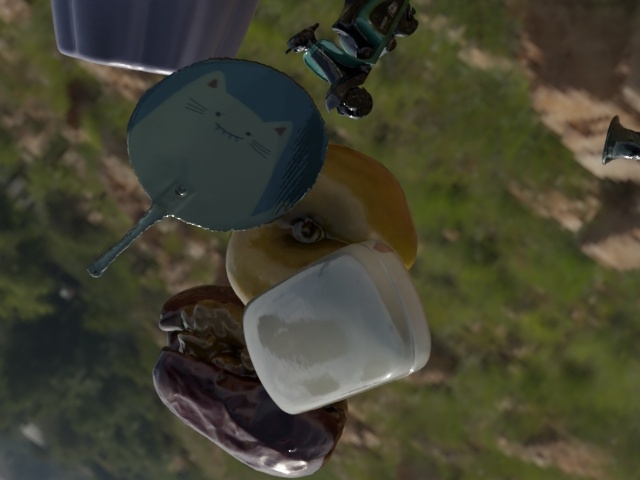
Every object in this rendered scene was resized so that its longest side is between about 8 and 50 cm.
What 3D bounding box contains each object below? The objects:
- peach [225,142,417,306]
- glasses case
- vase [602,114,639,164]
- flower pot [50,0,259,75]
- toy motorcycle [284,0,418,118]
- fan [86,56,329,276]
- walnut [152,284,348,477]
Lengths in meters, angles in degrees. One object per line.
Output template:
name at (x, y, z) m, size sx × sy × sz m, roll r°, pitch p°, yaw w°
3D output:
peach at (0.000, 0.000, 1.571) m, size 0.179 × 0.179 × 0.103 m, roll 34°, pitch 179°, yaw 15°
glasses case at (0.005, 0.053, 0.997) m, size 0.204 × 0.051 × 0.081 m, roll -27°, pitch 82°, yaw 65°
vase at (0.398, -0.096, 1.916) m, size 0.167 × 0.059 × 0.059 m, roll 12°, pitch 158°, yaw 14°
flower pot at (-0.171, -0.301, 1.828) m, size 0.265 × 0.243 × 0.265 m, roll 9°, pitch -169°, yaw -2°
toy motorcycle at (0.029, -0.193, 1.644) m, size 0.100 × 0.173 × 0.058 m, roll 36°, pitch 145°, yaw -12°
fan at (-0.074, -0.034, 0.990) m, size 0.113 × 0.175 × 0.005 m, roll 38°, pitch -156°, yaw -25°
walnut at (-0.084, 0.161, 2.155) m, size 0.269 × 0.221 × 0.244 m, roll 20°, pitch 157°, yaw 1°
